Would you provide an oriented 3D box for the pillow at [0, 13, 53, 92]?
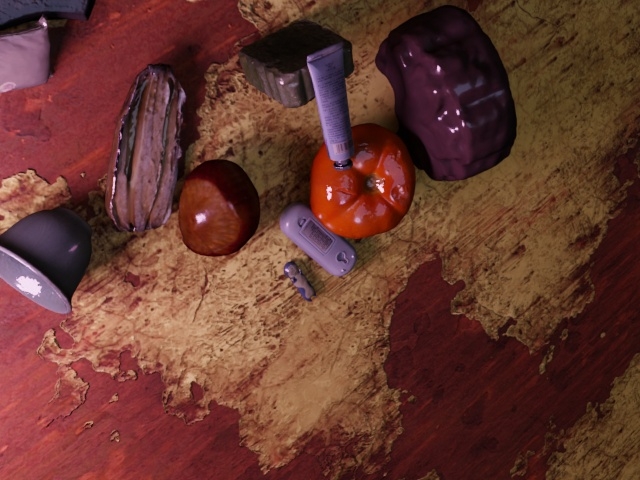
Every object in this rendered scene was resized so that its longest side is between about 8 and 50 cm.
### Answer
[{"bbox_3d":[-0.564,-0.287,1.269,0.255,0.059,0.169,-21,155,-29],"label":"pillow"}]

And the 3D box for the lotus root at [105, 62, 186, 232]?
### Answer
[{"bbox_3d":[-0.351,-0.183,1.480,0.167,0.078,0.329,2,102,-56],"label":"lotus root"}]

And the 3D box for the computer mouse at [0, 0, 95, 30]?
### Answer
[{"bbox_3d":[-0.500,-0.438,1.297,0.264,0.088,0.147,-14,113,-26],"label":"computer mouse"}]

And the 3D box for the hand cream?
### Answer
[{"bbox_3d":[0.030,-0.258,1.508,0.088,0.055,0.256,-26,127,-22],"label":"hand cream"}]

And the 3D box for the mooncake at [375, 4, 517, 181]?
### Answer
[{"bbox_3d":[0.276,-0.313,1.692,0.212,0.350,0.381,-27,107,-13],"label":"mooncake"}]

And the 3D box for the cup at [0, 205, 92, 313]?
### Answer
[{"bbox_3d":[-0.495,0.017,1.397,0.199,0.199,0.150,52,56,-32],"label":"cup"}]

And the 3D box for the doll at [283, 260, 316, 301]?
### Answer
[{"bbox_3d":[-0.046,0.096,1.776,0.037,0.027,0.125,-49,123,-20],"label":"doll"}]

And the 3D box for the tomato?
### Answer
[{"bbox_3d":[0.084,-0.132,1.697,0.260,0.180,0.259,-3,98,-22],"label":"tomato"}]

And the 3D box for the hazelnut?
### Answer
[{"bbox_3d":[-0.211,-0.057,1.566,0.170,0.160,0.201,11,135,-22],"label":"hazelnut"}]

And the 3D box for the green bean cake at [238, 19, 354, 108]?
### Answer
[{"bbox_3d":[-0.045,-0.360,1.549,0.185,0.183,0.094,-36,137,-20],"label":"green bean cake"}]

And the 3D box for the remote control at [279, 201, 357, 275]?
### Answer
[{"bbox_3d":[0.000,0.000,1.766,0.244,0.047,0.087,41,77,-35],"label":"remote control"}]
